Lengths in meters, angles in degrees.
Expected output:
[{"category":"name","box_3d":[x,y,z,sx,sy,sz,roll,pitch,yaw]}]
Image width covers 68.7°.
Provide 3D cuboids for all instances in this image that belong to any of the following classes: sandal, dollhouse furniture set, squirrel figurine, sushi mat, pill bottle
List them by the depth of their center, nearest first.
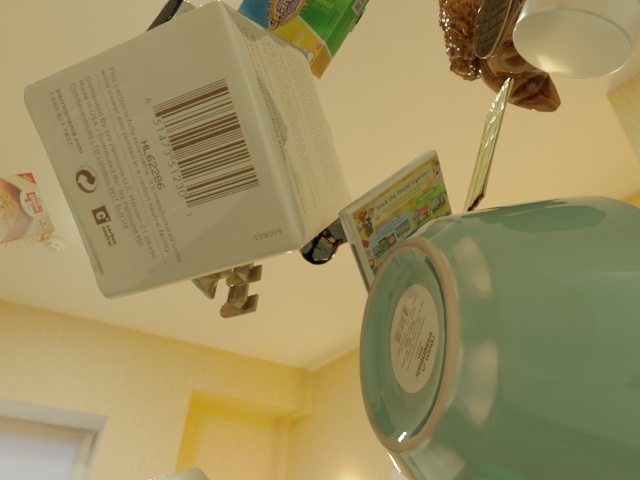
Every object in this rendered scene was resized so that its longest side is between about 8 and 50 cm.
[{"category":"pill bottle","box_3d":[0.351,-0.355,0.562,0.161,0.282,0.160,24,-3,1]},{"category":"sushi mat","box_3d":[0.385,-0.208,1.085,0.019,0.316,0.151,17,-18,7]},{"category":"sandal","box_3d":[-0.405,-0.519,1.179,0.055,0.254,0.097,35,-14,-26]},{"category":"squirrel figurine","box_3d":[0.488,-0.571,1.284,0.397,0.280,0.371,22,4,34]},{"category":"sandal","box_3d":[-0.002,-0.002,1.470,0.168,0.106,0.446,30,-23,-8]},{"category":"dollhouse furniture set","box_3d":[-0.390,0.017,1.586,0.257,0.393,0.362,-15,-46,18]}]

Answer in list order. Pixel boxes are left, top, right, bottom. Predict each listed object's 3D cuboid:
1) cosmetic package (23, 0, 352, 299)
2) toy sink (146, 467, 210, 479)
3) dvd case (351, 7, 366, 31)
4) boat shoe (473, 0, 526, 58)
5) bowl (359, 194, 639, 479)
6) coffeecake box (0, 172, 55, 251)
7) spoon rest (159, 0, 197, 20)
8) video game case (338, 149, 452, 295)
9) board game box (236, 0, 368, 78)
[{"category":"cosmetic package","box_3d":[-0.171,-0.138,0.798,0.328,0.394,0.329,-16,-83,17]},{"category":"toy sink","box_3d":[-0.302,0.519,0.819,0.234,0.131,0.153,-1,1,-34]},{"category":"dvd case","box_3d":[0.085,-0.697,1.396,0.013,0.087,0.119,32,0,39]},{"category":"boat shoe","box_3d":[0.298,-0.378,0.742,0.060,0.064,0.177,4,-70,-26]},{"category":"bowl","box_3d":[0.140,0.098,0.415,0.163,0.311,0.311,9,-36,-14]},{"category":"coffeecake box","box_3d":[-0.681,-0.051,0.975,0.186,0.142,0.068,-21,-4,-42]},{"category":"spoon rest","box_3d":[-0.474,-0.643,1.497,0.137,0.276,0.084,28,-5,-23]},{"category":"video game case","box_3d":[0.142,-0.009,0.772,0.026,0.227,0.206,10,-51,50]},{"category":"board game box","box_3d":[-0.060,-0.612,1.244,0.242,0.317,0.064,-56,-24,11]}]
